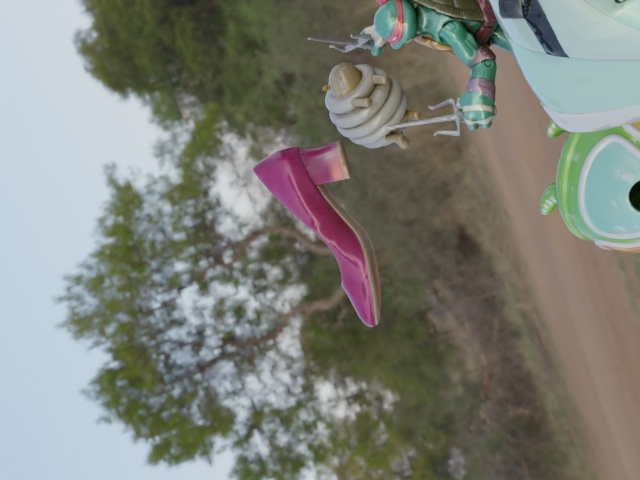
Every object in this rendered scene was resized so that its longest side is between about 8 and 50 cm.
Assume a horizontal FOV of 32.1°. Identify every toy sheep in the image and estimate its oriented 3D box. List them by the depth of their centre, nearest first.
[{"bbox_3d":[0.055,-0.139,1.180,0.132,0.091,0.091,48,-165,-32],"label":"toy sheep"}]

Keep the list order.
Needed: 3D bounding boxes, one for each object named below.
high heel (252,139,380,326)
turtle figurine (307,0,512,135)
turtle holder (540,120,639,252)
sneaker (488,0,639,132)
[{"bbox_3d":[0.000,0.000,1.396,0.082,0.117,0.244,-64,-42,-75],"label":"high heel"},{"bbox_3d":[0.120,-0.174,0.983,0.175,0.234,0.118,60,144,41],"label":"turtle figurine"},{"bbox_3d":[0.516,-0.132,1.749,0.243,0.320,0.227,22,-175,-41],"label":"turtle holder"},{"bbox_3d":[0.206,-0.145,0.598,0.151,0.256,0.094,43,-133,-37],"label":"sneaker"}]
